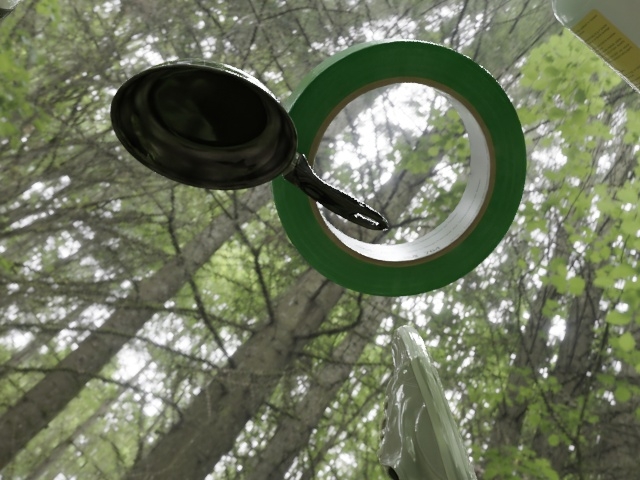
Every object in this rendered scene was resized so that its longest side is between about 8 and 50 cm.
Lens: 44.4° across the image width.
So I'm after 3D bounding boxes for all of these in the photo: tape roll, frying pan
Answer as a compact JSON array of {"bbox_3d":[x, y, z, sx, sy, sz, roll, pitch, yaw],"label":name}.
[{"bbox_3d":[0.096,-0.090,0.994,0.321,0.077,0.321,-2,-74,-7],"label":"tape roll"},{"bbox_3d":[-0.058,-0.109,0.836,0.326,0.053,0.197,11,-33,-8],"label":"frying pan"}]

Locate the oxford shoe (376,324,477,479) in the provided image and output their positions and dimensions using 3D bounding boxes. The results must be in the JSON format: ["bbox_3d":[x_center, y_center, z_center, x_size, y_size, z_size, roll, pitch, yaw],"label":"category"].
[{"bbox_3d":[0.145,0.288,1.193,0.130,0.449,0.169,-22,-59,8],"label":"oxford shoe"}]

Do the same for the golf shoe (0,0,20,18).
[{"bbox_3d":[-0.394,-0.420,0.982,0.120,0.105,0.273,0,-95,38],"label":"golf shoe"}]

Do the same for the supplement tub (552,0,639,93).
[{"bbox_3d":[0.445,-0.308,0.967,0.331,0.241,0.241,42,-51,0],"label":"supplement tub"}]
